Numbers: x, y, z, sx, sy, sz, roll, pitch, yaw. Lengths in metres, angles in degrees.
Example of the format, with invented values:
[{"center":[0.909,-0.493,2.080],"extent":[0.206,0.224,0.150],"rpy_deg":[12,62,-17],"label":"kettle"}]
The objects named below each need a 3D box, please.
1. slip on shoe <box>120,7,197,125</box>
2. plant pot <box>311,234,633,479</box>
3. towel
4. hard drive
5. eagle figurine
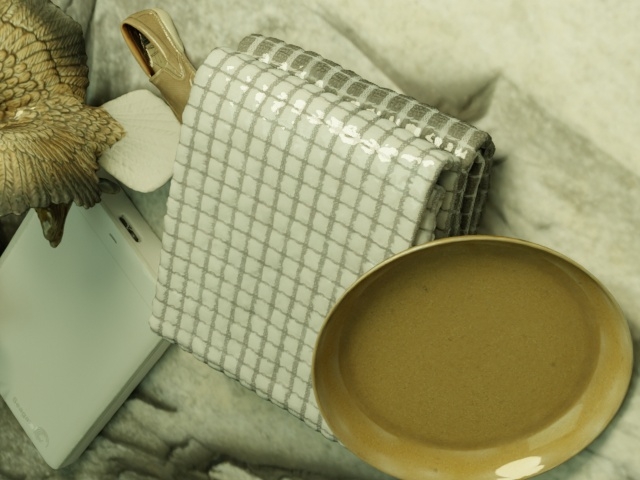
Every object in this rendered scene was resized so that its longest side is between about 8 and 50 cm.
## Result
[{"center":[-0.134,-0.146,1.184],"extent":[0.051,0.041,0.135],"rpy_deg":[-29,85,42],"label":"slip on shoe"},{"center":[0.111,0.089,0.983],"extent":[0.236,0.032,0.236],"rpy_deg":[0,124,0],"label":"plant pot"},{"center":[0.000,0.000,1.069],"extent":[0.235,0.121,0.283],"rpy_deg":[27,124,23],"label":"towel"},{"center":[-0.258,0.077,1.365],"extent":[0.203,0.040,0.307],"rpy_deg":[53,130,14],"label":"hard drive"},{"center":[-0.273,-0.100,1.124],"extent":[0.226,0.298,0.225],"rpy_deg":[33,80,19],"label":"eagle figurine"}]
